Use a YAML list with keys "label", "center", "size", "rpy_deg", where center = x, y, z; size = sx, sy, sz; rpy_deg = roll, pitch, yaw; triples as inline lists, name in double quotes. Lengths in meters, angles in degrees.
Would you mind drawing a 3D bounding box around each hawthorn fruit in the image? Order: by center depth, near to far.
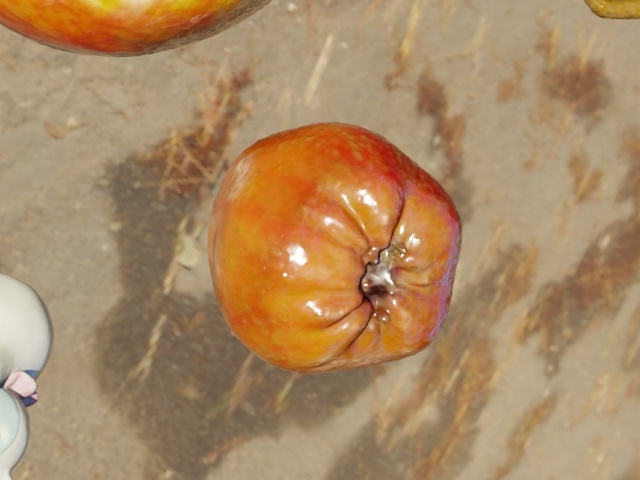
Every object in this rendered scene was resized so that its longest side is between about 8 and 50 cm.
- label: "hawthorn fruit"
  center: [0.000, 0.000, 0.667]
  size: [0.133, 0.138, 0.132]
  rpy_deg: [-9, 110, -25]

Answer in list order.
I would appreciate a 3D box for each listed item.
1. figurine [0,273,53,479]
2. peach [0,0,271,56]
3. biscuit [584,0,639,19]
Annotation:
- label: "figurine"
  center: [-0.320, 0.145, 1.146]
  size: [0.155, 0.127, 0.235]
  rpy_deg: [57, 25, -45]
- label: "peach"
  center: [-0.162, -0.341, 1.078]
  size: [0.388, 0.388, 0.388]
  rpy_deg: [-35, 139, -37]
- label: "biscuit"
  center: [0.223, -0.234, 0.751]
  size: [0.182, 0.215, 0.034]
  rpy_deg: [57, 35, -9]
